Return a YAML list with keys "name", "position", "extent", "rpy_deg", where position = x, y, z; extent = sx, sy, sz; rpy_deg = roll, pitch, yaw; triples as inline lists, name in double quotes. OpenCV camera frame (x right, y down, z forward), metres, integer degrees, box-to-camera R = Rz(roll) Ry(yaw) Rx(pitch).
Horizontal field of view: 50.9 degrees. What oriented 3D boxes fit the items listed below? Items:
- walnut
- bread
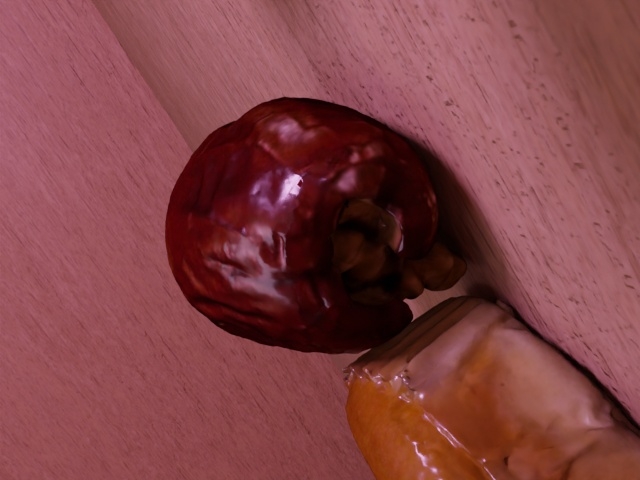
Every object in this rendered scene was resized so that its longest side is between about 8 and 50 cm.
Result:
- name: "walnut"
  position: [0.000, 0.000, 0.588]
  extent: [0.243, 0.222, 0.269]
  rpy_deg: [23, 180, -33]
- name: "bread"
  position: [0.163, 0.208, 0.515]
  extent: [0.388, 0.183, 0.236]
  rpy_deg: [45, 169, 46]
